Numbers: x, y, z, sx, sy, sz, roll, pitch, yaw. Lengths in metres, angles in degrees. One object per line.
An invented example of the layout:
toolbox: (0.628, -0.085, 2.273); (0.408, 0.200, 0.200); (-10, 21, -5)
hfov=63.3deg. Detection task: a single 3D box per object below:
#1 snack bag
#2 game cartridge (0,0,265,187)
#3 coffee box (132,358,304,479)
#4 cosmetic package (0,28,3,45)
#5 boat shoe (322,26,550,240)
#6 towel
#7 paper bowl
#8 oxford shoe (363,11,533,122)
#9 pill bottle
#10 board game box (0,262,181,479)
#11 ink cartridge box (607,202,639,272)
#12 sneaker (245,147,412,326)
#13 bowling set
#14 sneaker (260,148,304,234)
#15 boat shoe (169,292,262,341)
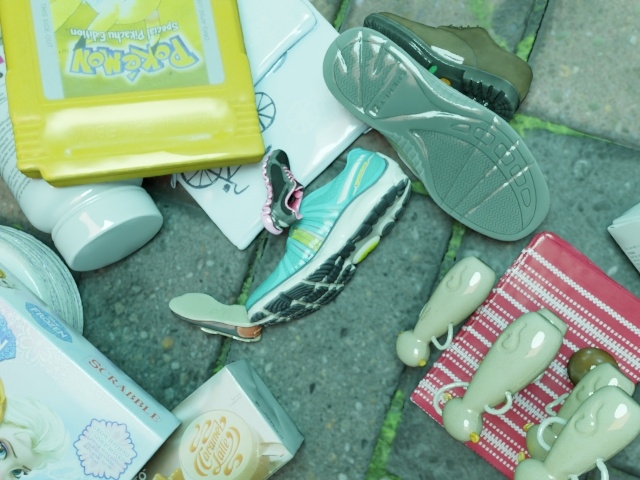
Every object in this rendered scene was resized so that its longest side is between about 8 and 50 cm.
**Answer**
snack bag: (-0.114, -0.201, 0.725); (0.323, 0.037, 0.343); (-42, 81, 8)
game cartridge: (-0.234, -0.238, 0.643); (0.285, 0.052, 0.324); (-10, 81, -14)
coffee box: (-0.163, 0.290, 0.679); (0.246, 0.098, 0.141); (-39, 81, 1)
cosmetic package: (-0.423, -0.380, 0.757); (0.309, 0.113, 0.160); (-38, 81, 10)
boat shoe: (0.142, -0.130, 0.627); (0.320, 0.103, 0.118); (39, 113, -1)
towel: (0.268, 0.149, 0.638); (0.198, 0.031, 0.275); (37, 98, 8)
paper bowl: (-0.496, 0.121, 0.718); (0.283, 0.148, 0.285); (0, 92, 0)
oxford shoe: (0.158, -0.233, 0.656); (0.227, 0.083, 0.096); (34, 72, 13)
pill bottle: (-0.347, -0.110, 0.708); (0.160, 0.160, 0.283); (-36, 82, 9)
board game box: (-0.389, 0.237, 0.609); (0.318, 0.066, 0.318); (40, 92, 1)
ink cartridge box: (0.466, 0.029, 0.552); (0.171, 0.100, 0.237); (-33, 82, 0)
sneaker: (0.000, 0.000, 0.679); (0.275, 0.107, 0.110); (-48, 60, 3)
bowling set: (0.227, 0.165, 0.548); (0.199, 0.287, 0.154); (29, 106, -25)
sneaker: (-0.042, -0.067, 0.657); (0.057, 0.047, 0.120); (-20, 61, 33)
boat shoe: (-0.146, 0.108, 0.721); (0.136, 0.049, 0.043); (10, 130, 11)
